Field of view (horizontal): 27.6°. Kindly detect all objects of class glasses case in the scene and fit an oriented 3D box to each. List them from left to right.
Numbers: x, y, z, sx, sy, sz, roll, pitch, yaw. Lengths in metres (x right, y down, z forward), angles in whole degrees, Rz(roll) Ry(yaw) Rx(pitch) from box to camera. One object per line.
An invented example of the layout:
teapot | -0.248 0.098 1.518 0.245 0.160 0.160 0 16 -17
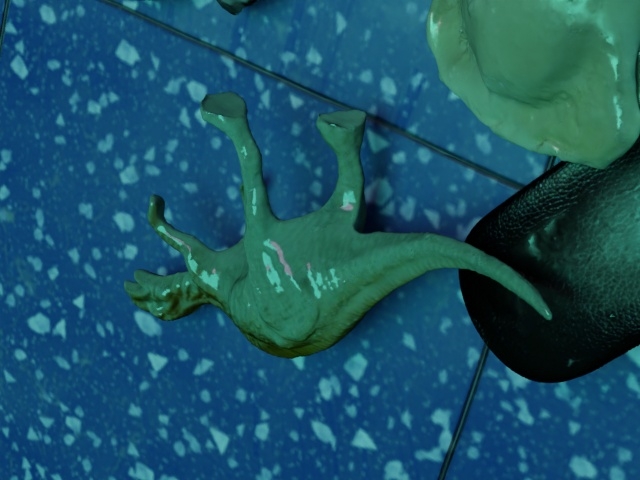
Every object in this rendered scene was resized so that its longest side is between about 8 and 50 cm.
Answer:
glasses case | 0.211 -0.021 0.766 0.314 0.075 0.122 -37 79 34

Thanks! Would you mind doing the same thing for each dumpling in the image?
dumpling | 0.139 -0.169 0.761 0.179 0.131 0.252 8 90 55

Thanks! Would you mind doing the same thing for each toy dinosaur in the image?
toy dinosaur | 0.000 0.000 0.895 0.393 0.092 0.205 12 116 34

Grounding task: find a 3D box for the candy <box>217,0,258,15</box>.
candy | -0.116 -0.215 0.964 0.226 0.051 0.094 6 93 31
